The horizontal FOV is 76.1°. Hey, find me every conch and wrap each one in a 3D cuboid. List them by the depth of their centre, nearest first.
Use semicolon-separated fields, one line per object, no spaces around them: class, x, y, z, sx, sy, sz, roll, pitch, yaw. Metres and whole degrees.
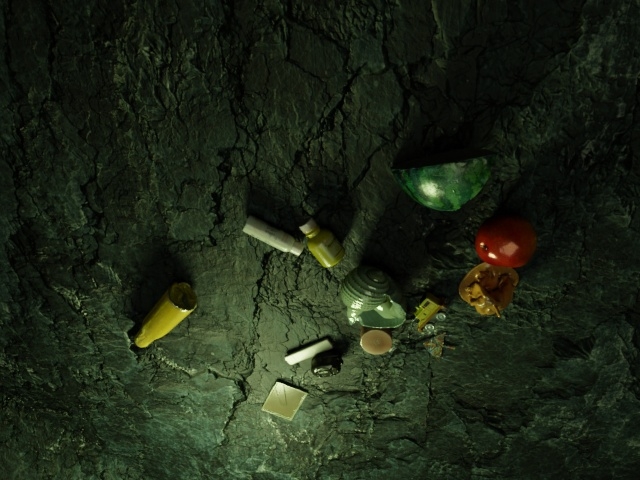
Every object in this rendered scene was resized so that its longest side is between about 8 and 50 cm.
conch;0.230;0.241;1.769;0.303;0.215;0.319;22;149;1

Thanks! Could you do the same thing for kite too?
kite;0.575;0.511;1.982;0.160;0.010;0.183;7;115;7

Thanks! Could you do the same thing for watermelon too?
watermelon;0.447;-0.199;1.481;0.319;0.292;0.222;-15;111;4

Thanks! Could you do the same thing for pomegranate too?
pomegranate;0.732;0.000;1.591;0.257;0.221;0.221;1;121;-24

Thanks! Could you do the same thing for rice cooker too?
rice cooker;0.031;0.621;2.043;0.165;0.106;0.112;-16;129;23

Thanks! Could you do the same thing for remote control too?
remote control;-0.061;0.561;2.071;0.261;0.029;0.067;-27;113;16

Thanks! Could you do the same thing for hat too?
hat;0.724;0.243;1.698;0.244;0.233;0.233;5;119;5

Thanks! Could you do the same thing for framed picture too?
framed picture;-0.200;0.888;2.258;0.189;0.023;0.260;23;118;-6

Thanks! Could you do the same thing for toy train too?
toy train;0.488;0.325;1.853;0.127;0.089;0.219;34;117;0

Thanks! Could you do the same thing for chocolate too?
chocolate;-0.776;0.374;1.992;0.162;0.162;0.445;41;119;-15

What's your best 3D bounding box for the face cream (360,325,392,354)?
face cream;0.263;0.447;1.928;0.149;0.104;0.149;3;118;5

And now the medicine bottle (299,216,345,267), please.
medicine bottle;0.000;0.000;1.712;0.122;0.122;0.212;-31;110;20

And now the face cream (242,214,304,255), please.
face cream;-0.197;-0.017;1.750;0.269;0.082;0.082;26;117;-8
